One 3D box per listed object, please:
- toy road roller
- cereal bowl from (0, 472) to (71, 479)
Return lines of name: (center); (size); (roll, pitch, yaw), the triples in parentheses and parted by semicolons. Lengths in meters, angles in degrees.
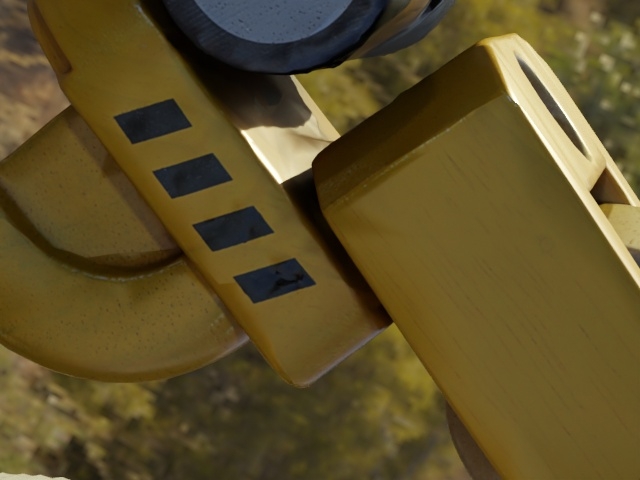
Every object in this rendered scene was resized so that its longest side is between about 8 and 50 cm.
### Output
toy road roller: (0.000, 0.000, 0.803); (0.240, 0.329, 0.202); (-37, 179, 13)
cereal bowl: (-0.130, 0.228, 0.933); (0.141, 0.339, 0.339); (-80, 176, -50)
